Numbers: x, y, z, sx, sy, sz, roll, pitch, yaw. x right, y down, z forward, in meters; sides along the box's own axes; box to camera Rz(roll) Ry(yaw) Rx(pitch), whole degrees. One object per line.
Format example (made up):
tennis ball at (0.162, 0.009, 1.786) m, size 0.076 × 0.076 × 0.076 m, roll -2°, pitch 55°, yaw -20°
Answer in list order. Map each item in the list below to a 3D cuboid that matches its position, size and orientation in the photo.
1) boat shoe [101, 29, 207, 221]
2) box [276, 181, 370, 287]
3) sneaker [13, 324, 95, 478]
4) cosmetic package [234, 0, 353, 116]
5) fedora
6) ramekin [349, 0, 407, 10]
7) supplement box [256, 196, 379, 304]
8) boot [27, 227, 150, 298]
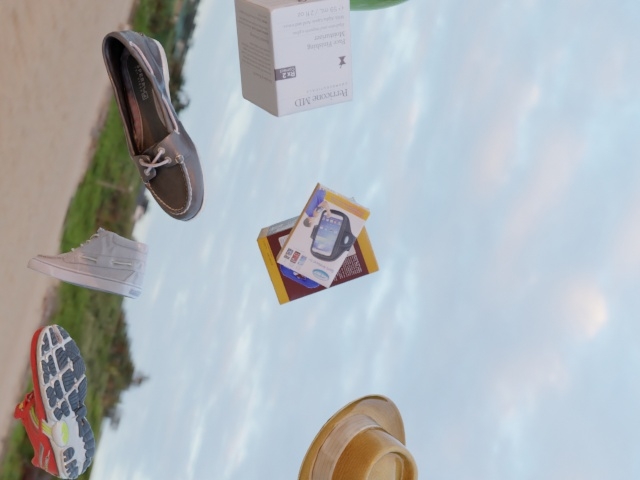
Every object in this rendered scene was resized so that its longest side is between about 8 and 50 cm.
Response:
boat shoe at (-0.280, -0.186, 1.705) m, size 0.112 × 0.095 × 0.335 m, roll -26°, pitch -106°, yaw 27°
box at (0.000, 0.000, 1.422) m, size 0.136 × 0.081 × 0.028 m, roll -62°, pitch -171°, yaw 10°
sneaker at (-0.462, 0.273, 1.761) m, size 0.107 × 0.118 × 0.279 m, roll -36°, pitch 128°, yaw -60°
cosmetic package at (-0.046, -0.327, 1.801) m, size 0.151 × 0.151 × 0.184 m, roll 36°, pitch -44°, yaw 55°
fedora at (0.058, 0.278, 1.233) m, size 0.079 × 0.194 × 0.194 m, roll 24°, pitch -82°, yaw 43°
ramekin at (0.065, -0.579, 2.051) m, size 0.303 × 0.303 × 0.148 m, roll 144°, pitch -51°, yaw -69°
supplement box at (-0.004, 0.015, 1.982) m, size 0.191 × 0.194 × 0.129 m, roll -93°, pitch 164°, yaw -83°
boot at (-0.468, 0.034, 2.152) m, size 0.095 × 0.258 × 0.123 m, roll 44°, pitch 59°, yaw -72°
